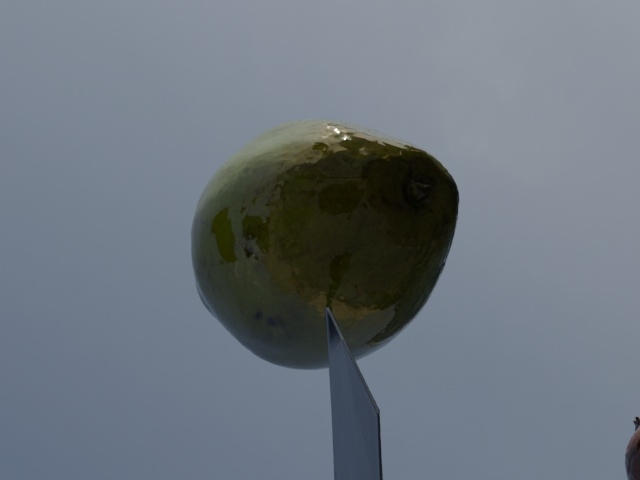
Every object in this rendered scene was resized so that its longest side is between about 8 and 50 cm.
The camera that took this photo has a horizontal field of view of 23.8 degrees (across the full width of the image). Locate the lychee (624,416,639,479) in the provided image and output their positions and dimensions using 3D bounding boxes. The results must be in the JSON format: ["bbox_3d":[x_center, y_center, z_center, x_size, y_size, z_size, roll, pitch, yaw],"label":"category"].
[{"bbox_3d":[0.294,0.178,1.247,0.101,0.140,0.114,-13,-52,-36],"label":"lychee"}]

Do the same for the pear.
[{"bbox_3d":[0.000,0.000,1.280,0.212,0.269,0.212,13,-112,-35],"label":"pear"}]

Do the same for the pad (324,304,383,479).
[{"bbox_3d":[0.026,0.187,1.085,0.004,0.164,0.243,-8,-66,-10],"label":"pad"}]
